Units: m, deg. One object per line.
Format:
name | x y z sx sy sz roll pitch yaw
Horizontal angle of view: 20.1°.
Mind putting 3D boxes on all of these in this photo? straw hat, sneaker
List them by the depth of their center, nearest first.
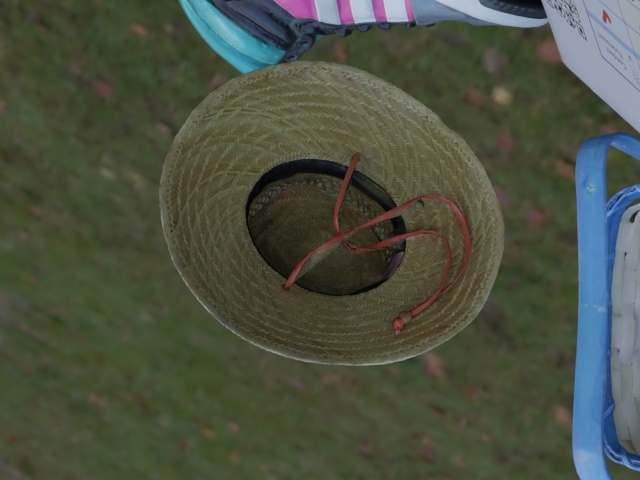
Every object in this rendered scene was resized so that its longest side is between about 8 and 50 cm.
straw hat | 0.000 0.000 0.765 0.144 0.144 0.061 27 156 1
sneaker | 0.016 -0.183 1.322 0.295 0.124 0.178 16 145 -18

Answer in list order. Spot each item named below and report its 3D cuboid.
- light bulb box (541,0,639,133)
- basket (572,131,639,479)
light bulb box | 0.237 -0.209 0.896 0.361 0.225 0.358 63 175 -36
basket | 0.280 0.069 1.357 0.201 0.255 0.289 -4 167 39
